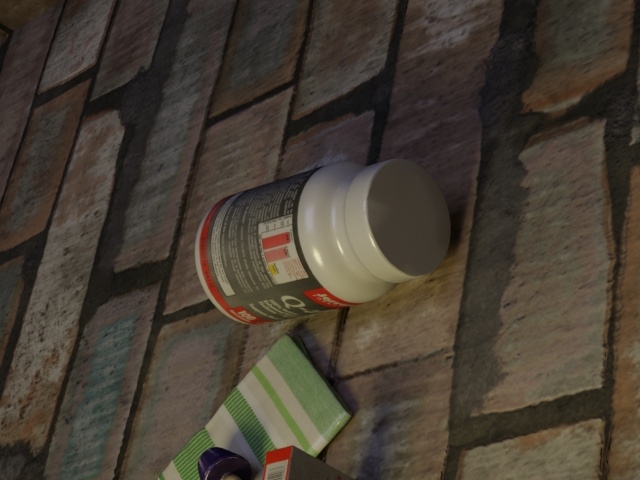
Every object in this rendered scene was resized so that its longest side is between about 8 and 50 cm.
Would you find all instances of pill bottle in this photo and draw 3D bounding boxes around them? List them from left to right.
[{"bbox_3d":[0.000,0.000,2.151,0.363,0.210,0.210,-15,52,46],"label":"pill bottle"}]

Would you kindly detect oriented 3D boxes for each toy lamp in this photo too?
[{"bbox_3d":[-0.100,0.363,2.032,0.080,0.080,0.275,-57,32,-1],"label":"toy lamp"}]

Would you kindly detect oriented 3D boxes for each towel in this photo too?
[{"bbox_3d":[-0.103,0.315,2.182,0.325,0.038,0.248,-50,35,7],"label":"towel"}]

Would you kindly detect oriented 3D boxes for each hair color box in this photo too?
[{"bbox_3d":[-0.004,0.344,1.908,0.053,0.167,0.093,-22,47,40],"label":"hair color box"}]
